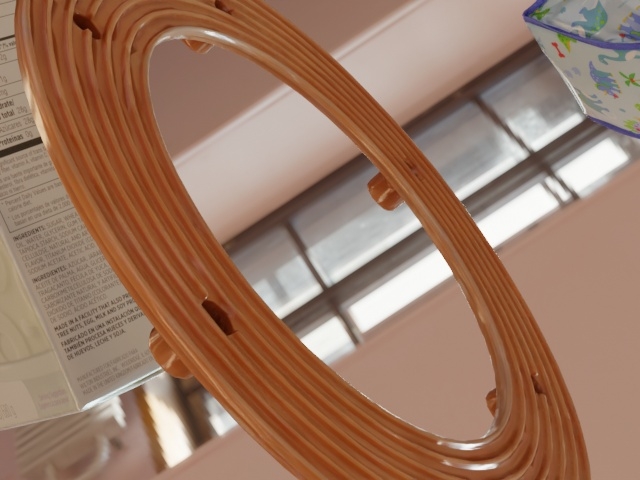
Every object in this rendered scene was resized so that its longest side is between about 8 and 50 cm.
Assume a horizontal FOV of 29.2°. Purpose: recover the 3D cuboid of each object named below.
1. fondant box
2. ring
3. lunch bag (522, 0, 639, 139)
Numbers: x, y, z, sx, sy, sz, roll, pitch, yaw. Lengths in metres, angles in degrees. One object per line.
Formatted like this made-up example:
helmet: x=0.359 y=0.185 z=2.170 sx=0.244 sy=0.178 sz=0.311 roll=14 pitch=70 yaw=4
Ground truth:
fondant box: x=-0.251 y=-0.032 z=0.871 sx=0.238 sy=0.096 sz=0.330 roll=-20 pitch=-86 yaw=51
ring: x=0.000 y=0.000 z=0.537 sx=0.336 sy=0.032 sz=0.336 roll=40 pitch=25 yaw=-23
lunch bag: x=0.243 y=-0.134 z=0.888 sx=0.129 sy=0.096 sz=0.151 roll=43 pitch=-2 yaw=-40
